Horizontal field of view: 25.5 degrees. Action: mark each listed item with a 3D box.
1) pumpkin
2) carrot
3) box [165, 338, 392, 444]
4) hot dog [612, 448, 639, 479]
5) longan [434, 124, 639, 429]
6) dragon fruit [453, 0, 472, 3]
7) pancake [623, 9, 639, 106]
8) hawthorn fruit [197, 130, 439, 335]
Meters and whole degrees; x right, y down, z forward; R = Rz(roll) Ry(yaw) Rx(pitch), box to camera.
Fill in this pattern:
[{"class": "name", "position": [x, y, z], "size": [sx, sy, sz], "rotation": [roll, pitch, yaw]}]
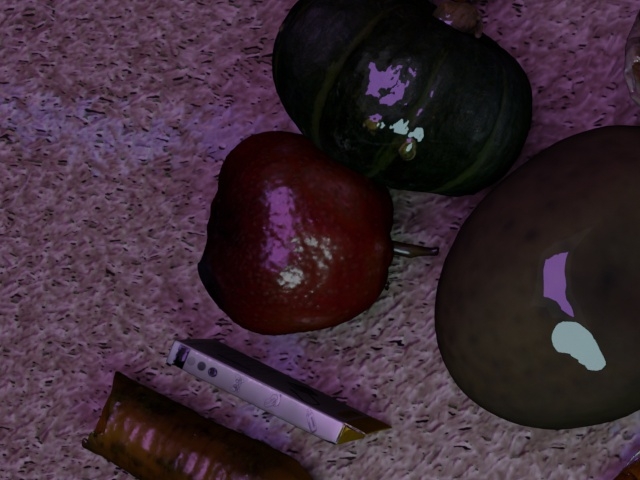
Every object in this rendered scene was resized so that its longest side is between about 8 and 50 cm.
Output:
[{"class": "pumpkin", "position": [0.093, -0.170, 1.513], "size": [0.300, 0.300, 0.207], "rotation": [39, 106, 16]}, {"class": "carrot", "position": [-0.141, 0.257, 1.645], "size": [0.302, 0.114, 0.114], "rotation": [25, 92, 17]}, {"class": "box", "position": [-0.047, 0.176, 1.614], "size": [0.247, 0.129, 0.033], "rotation": [25, 93, 17]}, {"class": "hot dog", "position": [0.340, 0.333, 1.516], "size": [0.144, 0.075, 0.268], "rotation": [34, 96, 16]}, {"class": "longan", "position": [0.277, 0.039, 1.465], "size": [0.288, 0.288, 0.350], "rotation": [43, 89, 15]}, {"class": "dragon fruit", "position": [0.128, -0.376, 1.573], "size": [0.198, 0.269, 0.200], "rotation": [-97, 28, -41]}, {"class": "pancake", "position": [0.440, -0.174, 1.474], "size": [0.283, 0.049, 0.282], "rotation": [5, 48, -6]}, {"class": "hawthorn fruit", "position": [0.000, 0.000, 1.584], "size": [0.266, 0.210, 0.230], "rotation": [10, 82, 3]}]
